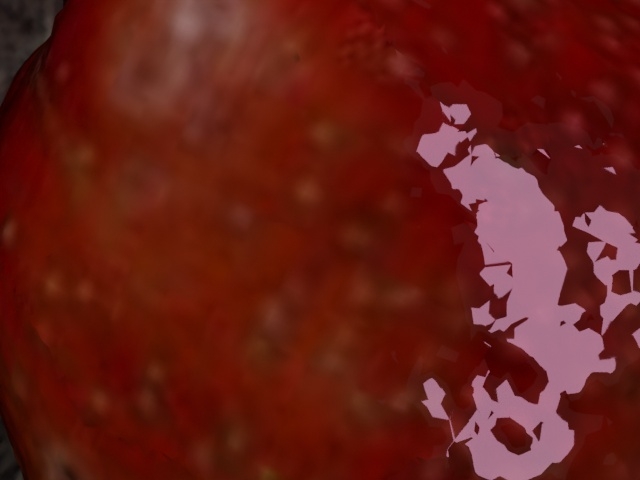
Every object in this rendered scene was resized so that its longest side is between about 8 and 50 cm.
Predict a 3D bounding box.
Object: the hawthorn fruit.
[{"bbox_3d":[0.000,0.000,0.527,0.369,0.285,0.285,49,64,-6],"label":"hawthorn fruit"}]
